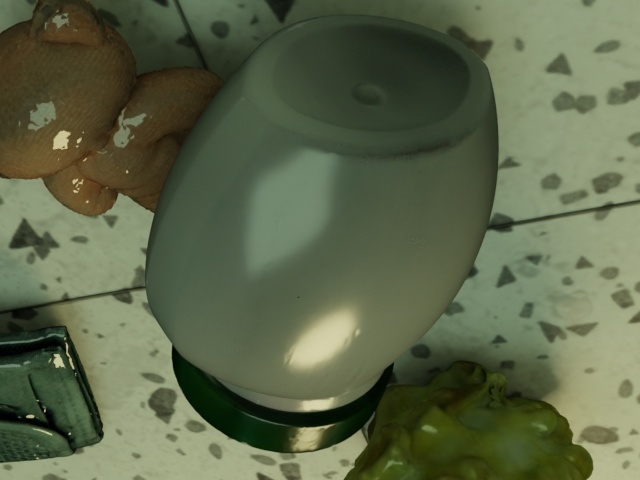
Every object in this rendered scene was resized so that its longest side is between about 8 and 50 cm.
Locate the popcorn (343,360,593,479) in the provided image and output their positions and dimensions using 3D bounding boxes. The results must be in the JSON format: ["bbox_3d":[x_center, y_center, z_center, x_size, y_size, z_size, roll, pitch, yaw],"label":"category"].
[{"bbox_3d":[0.140,0.297,1.170,0.312,0.312,0.312,3,132,4],"label":"popcorn"}]

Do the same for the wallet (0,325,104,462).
[{"bbox_3d":[-0.432,0.197,1.247,0.342,0.075,0.237,-6,143,-4],"label":"wallet"}]

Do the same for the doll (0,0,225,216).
[{"bbox_3d":[-0.179,-0.112,0.975,0.201,0.156,0.303,-37,148,23],"label":"doll"}]

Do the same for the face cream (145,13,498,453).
[{"bbox_3d":[0.000,0.000,0.941,0.312,0.219,0.357,-19,145,-33],"label":"face cream"}]
